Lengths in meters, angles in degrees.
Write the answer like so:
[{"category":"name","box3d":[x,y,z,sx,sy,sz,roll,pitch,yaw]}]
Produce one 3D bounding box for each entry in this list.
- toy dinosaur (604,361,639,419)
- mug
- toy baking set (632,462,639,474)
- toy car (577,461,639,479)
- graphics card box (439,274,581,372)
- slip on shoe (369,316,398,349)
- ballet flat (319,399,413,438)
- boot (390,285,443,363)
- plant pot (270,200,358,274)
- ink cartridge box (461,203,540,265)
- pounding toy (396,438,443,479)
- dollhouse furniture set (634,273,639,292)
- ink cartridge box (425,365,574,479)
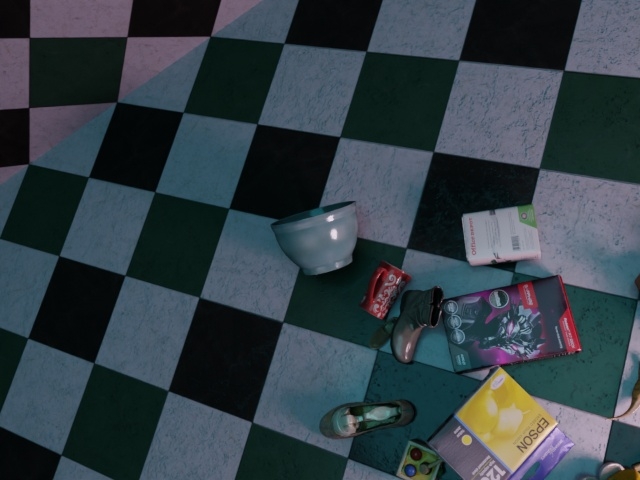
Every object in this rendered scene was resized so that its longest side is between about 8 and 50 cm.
[{"category":"toy dinosaur","box3d":[0.894,0.436,1.691,0.112,0.064,0.211,18,72,41]},{"category":"mug","box3d":[0.192,0.155,1.972,0.169,0.150,0.113,-60,28,1]},{"category":"toy baking set","box3d":[0.937,0.665,1.617,0.256,0.030,0.196,-23,69,12]},{"category":"toy car","box3d":[0.781,0.692,1.608,0.182,0.159,0.136,-29,99,-2]},{"category":"graphics card box","box3d":[0.565,0.257,1.832,0.371,0.094,0.232,-14,72,17]},{"category":"slip on shoe","box3d":[0.207,0.300,1.974,0.135,0.041,0.051,-42,66,4]},{"category":"ballet flat","box3d":[0.130,0.551,1.896,0.316,0.106,0.107,-18,70,14]},{"category":"boot","box3d":[0.301,0.261,1.882,0.084,0.161,0.246,17,77,-22]},{"category":"plant pot","box3d":[0.000,0.000,2.025,0.293,0.293,0.196,-14,97,16]},{"category":"ink cartridge box","box3d":[0.566,-0.013,1.905,0.220,0.092,0.160,-7,72,18]},{"category":"pounding toy","box3d":[0.314,0.662,1.802,0.141,0.100,0.130,18,82,23]},{"category":"dollhouse furniture set","box3d":[1.093,0.191,1.571,0.362,0.256,0.394,-20,70,13]},{"category":"ink cartridge box","box3d":[0.512,0.572,1.710,0.307,0.072,0.303,43,81,12]}]
